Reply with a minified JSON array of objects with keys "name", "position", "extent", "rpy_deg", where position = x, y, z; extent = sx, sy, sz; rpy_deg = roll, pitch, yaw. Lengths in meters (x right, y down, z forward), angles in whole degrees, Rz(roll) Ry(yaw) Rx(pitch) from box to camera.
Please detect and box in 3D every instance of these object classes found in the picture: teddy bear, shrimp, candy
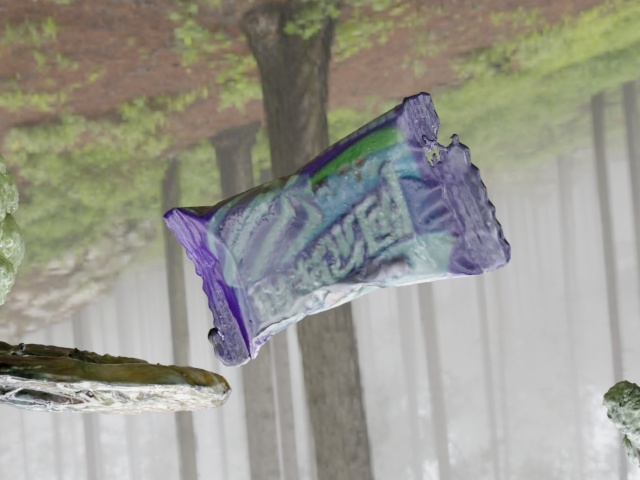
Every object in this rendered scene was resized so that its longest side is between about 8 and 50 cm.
[{"name":"teddy bear","position":[0.390,0.213,1.027],"extent":[0.133,0.111,0.213],"rpy_deg":[-28,135,17]},{"name":"shrimp","position":[-0.270,0.134,0.978],"extent":[0.365,0.071,0.233],"rpy_deg":[7,168,-3]},{"name":"candy","position":[0.000,0.000,0.764],"extent":[0.275,0.145,0.070],"rpy_deg":[-22,-169,27]}]

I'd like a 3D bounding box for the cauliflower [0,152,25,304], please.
[{"name":"cauliflower","position":[-0.370,0.005,0.786],"extent":[0.281,0.260,0.327],"rpy_deg":[-28,-151,17]}]
